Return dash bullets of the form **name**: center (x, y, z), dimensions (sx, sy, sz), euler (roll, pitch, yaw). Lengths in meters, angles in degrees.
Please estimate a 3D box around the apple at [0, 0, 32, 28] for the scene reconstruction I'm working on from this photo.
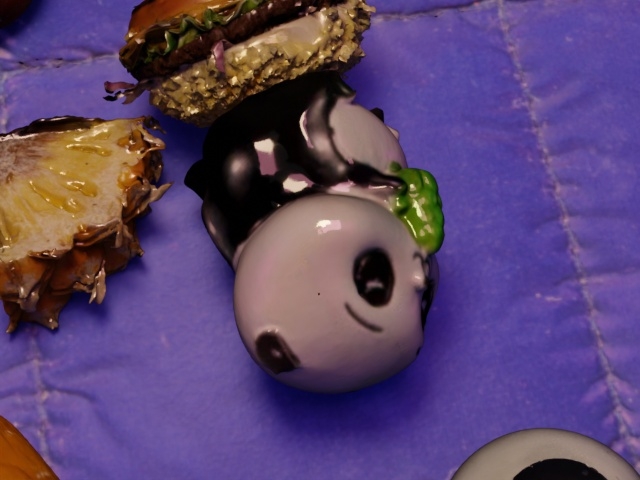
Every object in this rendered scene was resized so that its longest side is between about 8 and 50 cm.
- **apple**: center (-0.354, -0.307, 1.515), dimensions (0.199, 0.199, 0.199), euler (1, 63, -2)

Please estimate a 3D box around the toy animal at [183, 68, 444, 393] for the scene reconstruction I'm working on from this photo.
- **toy animal**: center (0.009, -0.003, 1.356), dimensions (0.212, 0.212, 0.267), euler (-18, 65, -11)

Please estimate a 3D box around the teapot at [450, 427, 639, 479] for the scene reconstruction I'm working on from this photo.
- **teapot**: center (0.192, 0.248, 1.280), dimensions (0.294, 0.129, 0.193), euler (-3, 64, -3)

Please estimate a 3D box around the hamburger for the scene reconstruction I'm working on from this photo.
- **hamburger**: center (-0.074, -0.182, 1.441), dimensions (0.261, 0.243, 0.139), euler (-19, 95, 10)

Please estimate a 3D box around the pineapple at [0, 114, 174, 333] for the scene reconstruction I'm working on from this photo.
- **pineapple**: center (-0.244, -0.033, 1.432), dimensions (0.186, 0.114, 0.236), euler (26, 55, 11)

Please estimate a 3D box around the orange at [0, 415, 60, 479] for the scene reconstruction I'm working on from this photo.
- **orange**: center (-0.344, 0.263, 1.159), dimensions (0.340, 0.293, 0.341), euler (0, 63, 0)
